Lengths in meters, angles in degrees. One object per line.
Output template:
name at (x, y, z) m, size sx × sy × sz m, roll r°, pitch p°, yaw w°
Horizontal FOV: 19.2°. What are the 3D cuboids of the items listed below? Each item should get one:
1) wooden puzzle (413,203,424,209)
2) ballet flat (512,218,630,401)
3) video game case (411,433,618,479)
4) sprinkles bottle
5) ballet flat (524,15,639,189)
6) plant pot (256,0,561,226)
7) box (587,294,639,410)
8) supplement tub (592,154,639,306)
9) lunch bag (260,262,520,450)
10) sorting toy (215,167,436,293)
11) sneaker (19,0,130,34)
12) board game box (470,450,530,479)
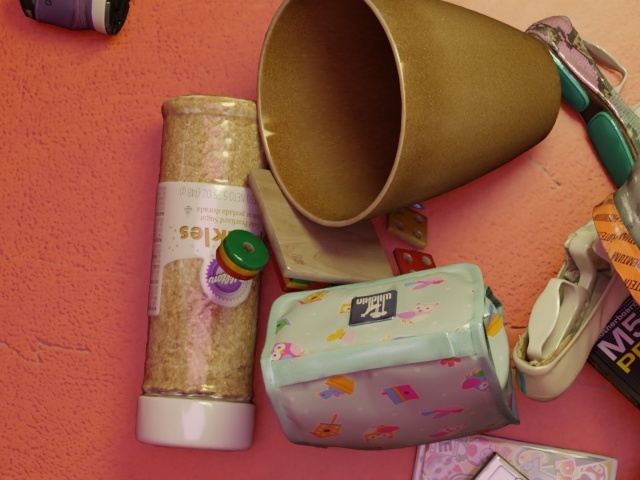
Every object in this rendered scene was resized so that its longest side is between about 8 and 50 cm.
wooden puzzle at (0.082, -0.092, 1.985) m, size 0.079 × 0.014 × 0.116 m, roll 4°, pitch 86°, yaw 6°
ballet flat at (0.260, 0.043, 1.866) m, size 0.086 × 0.086 × 0.248 m, roll 29°, pitch 72°, yaw 4°
video game case at (0.186, 0.317, 1.943) m, size 0.206 × 0.026 × 0.227 m, roll 10°, pitch 86°, yaw 2°
sprinkles bottle at (-0.117, 0.034, 1.927) m, size 0.121 × 0.121 × 0.355 m, roll 4°, pitch 85°, yaw 2°
ballet flat at (0.296, -0.143, 1.958) m, size 0.079 × 0.077 × 0.221 m, roll -34°, pitch 85°, yaw -21°
plant pot at (0.106, -0.140, 1.871) m, size 0.254 × 0.237 × 0.237 m, roll -5°, pitch 84°, yaw -36°
box at (0.386, 0.050, 1.880) m, size 0.270 × 0.060 × 0.216 m, roll -41°, pitch 46°, yaw -1°
supplement tub at (0.422, -0.049, 1.740) m, size 0.316 × 0.193 × 0.193 m, roll -32°, pitch 85°, yaw 18°
lunch bag at (0.070, 0.116, 1.830) m, size 0.223 × 0.262 × 0.160 m, roll -9°, pitch 78°, yaw 10°
sorting toy at (0.000, 0.000, 1.894) m, size 0.275 × 0.046 × 0.132 m, roll 8°, pitch 46°, yaw -35°
sneaker at (-0.252, -0.362, 1.972) m, size 0.124 × 0.107 × 0.283 m, roll 9°, pitch 86°, yaw 8°
board game box at (0.152, 0.390, 1.900) m, size 0.193 × 0.053 × 0.305 m, roll 40°, pitch 88°, yaw 4°
